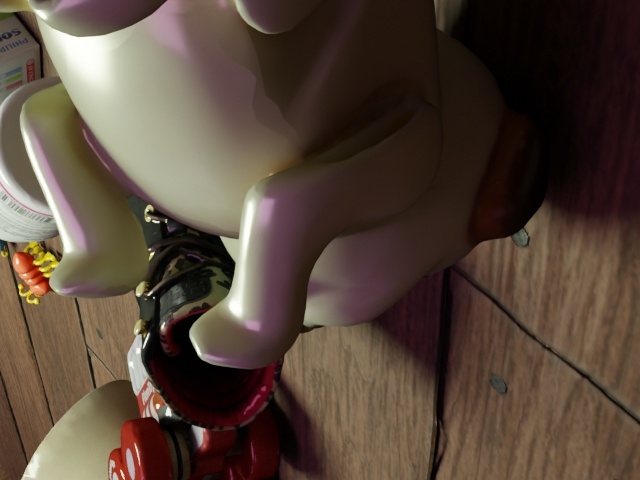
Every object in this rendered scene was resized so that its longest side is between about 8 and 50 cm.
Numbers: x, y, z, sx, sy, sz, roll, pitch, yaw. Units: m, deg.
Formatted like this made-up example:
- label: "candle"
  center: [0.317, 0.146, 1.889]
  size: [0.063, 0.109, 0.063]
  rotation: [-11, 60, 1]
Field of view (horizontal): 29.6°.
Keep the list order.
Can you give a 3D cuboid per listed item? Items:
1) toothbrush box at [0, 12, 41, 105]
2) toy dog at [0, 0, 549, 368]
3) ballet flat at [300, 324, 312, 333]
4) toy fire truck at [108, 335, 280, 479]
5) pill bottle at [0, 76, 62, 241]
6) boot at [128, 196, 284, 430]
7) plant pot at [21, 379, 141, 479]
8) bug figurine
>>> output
- label: "toothbrush box"
  center: [-0.491, -0.260, 1.610]
  size: [0.283, 0.122, 0.206]
  rotation: [50, 152, 23]
- label: "toy dog"
  center: [-0.033, -0.115, 0.727]
  size: [0.285, 0.395, 0.408]
  rotation: [3, 146, 33]
- label: "ballet flat"
  center: [0.000, 0.000, 1.028]
  size: [0.086, 0.086, 0.248]
  rotation: [52, 161, 18]
- label: "toy fire truck"
  center: [-0.175, 0.196, 1.477]
  size: [0.302, 0.169, 0.253]
  rotation: [123, 133, -60]
- label: "pill bottle"
  center: [-0.341, -0.086, 1.469]
  size: [0.160, 0.160, 0.283]
  rotation: [63, 154, -3]
- label: "boot"
  center: [-0.127, -0.035, 1.059]
  size: [0.377, 0.138, 0.284]
  rotation: [87, 167, -48]
- label: "plant pot"
  center: [-0.232, 0.371, 1.670]
  size: [0.274, 0.256, 0.256]
  rotation: [30, 143, 21]
- label: "bug figurine"
  center: [-0.519, -0.016, 1.924]
  size: [0.279, 0.072, 0.216]
  rotation: [29, 154, 48]
